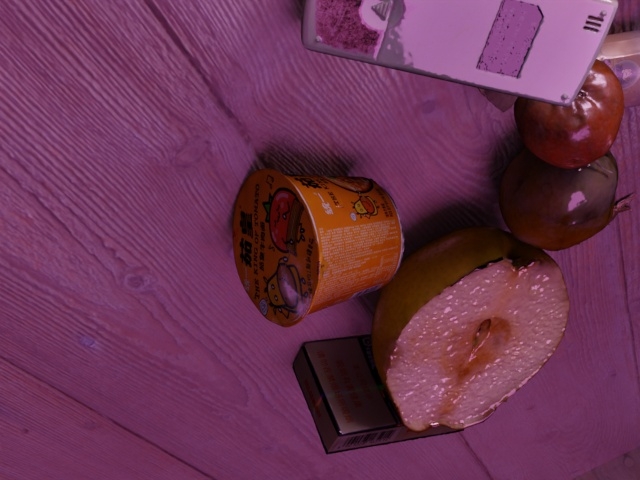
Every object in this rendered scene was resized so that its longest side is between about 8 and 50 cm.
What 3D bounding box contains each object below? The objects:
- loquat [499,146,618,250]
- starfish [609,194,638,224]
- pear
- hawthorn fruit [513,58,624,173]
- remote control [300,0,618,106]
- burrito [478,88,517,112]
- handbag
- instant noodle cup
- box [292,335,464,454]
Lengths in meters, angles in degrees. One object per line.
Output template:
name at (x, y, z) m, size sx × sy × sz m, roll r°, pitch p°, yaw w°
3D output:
loquat at (0.366, -0.074, 1.363) m, size 0.179 × 0.179 × 0.227 m, roll -24°, pitch 162°, yaw -1°
starfish at (0.543, -0.058, 1.638) m, size 0.092 × 0.016 × 0.086 m, roll 7°, pitch 133°, yaw -33°
pear at (0.234, 0.130, 1.531) m, size 0.340 × 0.191 × 0.386 m, roll 6°, pitch 123°, yaw -28°
hawthorn fruit at (0.330, -0.157, 1.195) m, size 0.149 × 0.149 × 0.189 m, roll -17°, pitch 141°, yaw -10°
remote control at (0.152, -0.251, 1.007) m, size 0.344 × 0.050 × 0.145 m, roll 12°, pitch 127°, yaw -9°
burrito at (0.259, -0.290, 1.087) m, size 0.143 × 0.105 × 0.299 m, roll 2°, pitch 136°, yaw -38°
handbag at (0.436, -0.244, 1.268) m, size 0.173 × 0.095 × 0.117 m, roll -10°, pitch 143°, yaw -6°
instant noodle cup at (0.000, 0.000, 1.238) m, size 0.172 × 0.215 × 0.215 m, roll -9°, pitch 143°, yaw -35°
box at (0.123, 0.278, 1.669) m, size 0.310 × 0.198 × 0.084 m, roll -3°, pitch 140°, yaw -27°
